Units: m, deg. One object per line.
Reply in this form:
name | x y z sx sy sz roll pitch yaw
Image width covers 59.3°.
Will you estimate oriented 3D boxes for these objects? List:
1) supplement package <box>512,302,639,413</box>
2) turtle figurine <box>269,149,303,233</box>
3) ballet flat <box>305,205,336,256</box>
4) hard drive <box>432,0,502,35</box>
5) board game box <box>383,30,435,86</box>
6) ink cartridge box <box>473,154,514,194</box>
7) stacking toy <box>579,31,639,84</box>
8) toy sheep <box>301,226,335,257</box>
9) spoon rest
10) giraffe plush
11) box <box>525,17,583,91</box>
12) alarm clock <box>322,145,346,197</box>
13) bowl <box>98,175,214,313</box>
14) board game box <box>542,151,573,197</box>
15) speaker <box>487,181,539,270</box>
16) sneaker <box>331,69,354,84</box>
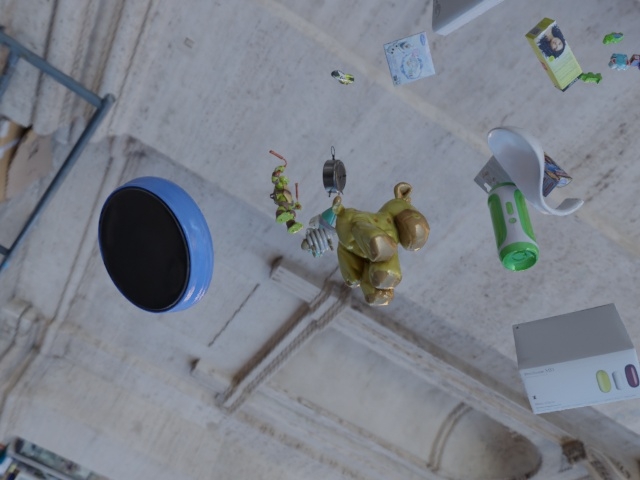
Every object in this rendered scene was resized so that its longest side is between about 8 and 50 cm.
supplement package | 0.638 0.294 1.410 0.262 0.145 0.204 -18 -161 21
turtle figurine | -0.121 -0.144 1.810 0.269 0.087 0.217 66 11 -53
ballet flat | -0.007 -0.036 2.007 0.083 0.087 0.247 -77 -176 -46
hard drive | 0.330 -0.573 1.087 0.353 0.047 0.233 -178 -89 -71
board game box | 0.187 -0.382 1.185 0.090 0.090 0.020 -16 -159 7
ink cartridge box | 0.647 -0.234 1.972 0.045 0.145 0.179 -14 146 -44
stacking toy | 0.839 -0.472 1.507 0.167 0.221 0.052 85 13 -64
toy sheep | 0.000 0.000 1.784 0.132 0.091 0.091 -18 -172 -8
spoon rest | 0.468 -0.147 1.239 0.084 0.276 0.137 -51 -162 -10
giraffe plush | 0.121 -0.009 1.022 0.170 0.210 0.181 -21 144 -23
box | 0.741 -0.584 1.777 0.087 0.232 0.058 -43 -146 12
alarm clock | 0.055 -0.265 2.145 0.129 0.064 0.192 -25 110 -65
bowl | -0.466 0.020 1.549 0.077 0.391 0.391 -24 156 -55
board game box | 0.706 -0.216 1.795 0.060 0.194 0.194 -58 -136 34
speaker | 0.614 -0.048 1.802 0.131 0.131 0.296 -49 -154 42
sneaker | 0.065 -0.504 1.753 0.035 0.083 0.031 -29 -122 52
